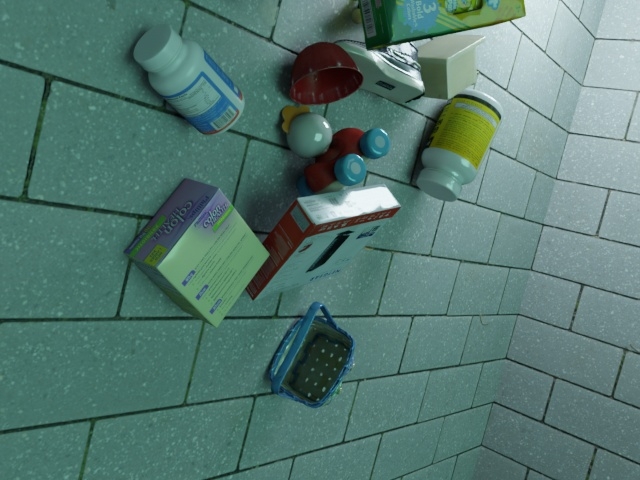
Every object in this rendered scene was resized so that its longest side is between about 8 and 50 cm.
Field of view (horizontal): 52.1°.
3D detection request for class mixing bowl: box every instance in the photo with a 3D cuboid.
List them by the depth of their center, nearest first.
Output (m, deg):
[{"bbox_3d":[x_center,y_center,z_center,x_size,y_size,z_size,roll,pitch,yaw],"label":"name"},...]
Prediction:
[{"bbox_3d":[0.004,-0.408,1.564,0.181,0.181,0.098,5,67,-52],"label":"mixing bowl"}]

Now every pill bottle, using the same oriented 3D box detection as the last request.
[{"bbox_3d":[-0.258,-0.316,1.290,0.124,0.124,0.221,-61,141,-14],"label":"pill bottle"},{"bbox_3d":[0.439,-0.301,2.101,0.188,0.188,0.334,42,71,-50],"label":"pill bottle"}]

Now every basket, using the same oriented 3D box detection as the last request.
[{"bbox_3d":[-0.023,0.314,1.764,0.255,0.201,0.289,-61,151,-12],"label":"basket"}]

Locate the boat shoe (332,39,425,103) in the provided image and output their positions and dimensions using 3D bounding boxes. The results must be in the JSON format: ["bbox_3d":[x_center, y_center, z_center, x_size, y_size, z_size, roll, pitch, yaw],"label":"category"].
[{"bbox_3d":[0.141,-0.490,1.739,0.340,0.127,0.158,15,66,-44],"label":"boat shoe"}]

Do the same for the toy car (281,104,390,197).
[{"bbox_3d":[0.005,-0.250,1.623,0.238,0.219,0.210,51,61,-16],"label":"toy car"}]

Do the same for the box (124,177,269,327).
[{"bbox_3d":[-0.261,0.029,1.428,0.213,0.117,0.243,-55,140,-20],"label":"box"}]

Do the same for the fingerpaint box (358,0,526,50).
[{"bbox_3d":[0.262,-0.711,1.541,0.371,0.163,0.445,-15,104,-16],"label":"fingerpaint box"}]

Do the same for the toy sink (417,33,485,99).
[{"bbox_3d":[0.377,-0.521,1.967,0.234,0.152,0.131,-38,131,-38],"label":"toy sink"}]

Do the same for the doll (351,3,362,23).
[{"bbox_3d":[0.150,-0.596,1.721,0.189,0.046,0.129,-25,89,-44],"label":"doll"}]

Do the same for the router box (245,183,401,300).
[{"bbox_3d":[0.000,0.000,1.633,0.335,0.082,0.301,-15,153,-47],"label":"router box"}]
